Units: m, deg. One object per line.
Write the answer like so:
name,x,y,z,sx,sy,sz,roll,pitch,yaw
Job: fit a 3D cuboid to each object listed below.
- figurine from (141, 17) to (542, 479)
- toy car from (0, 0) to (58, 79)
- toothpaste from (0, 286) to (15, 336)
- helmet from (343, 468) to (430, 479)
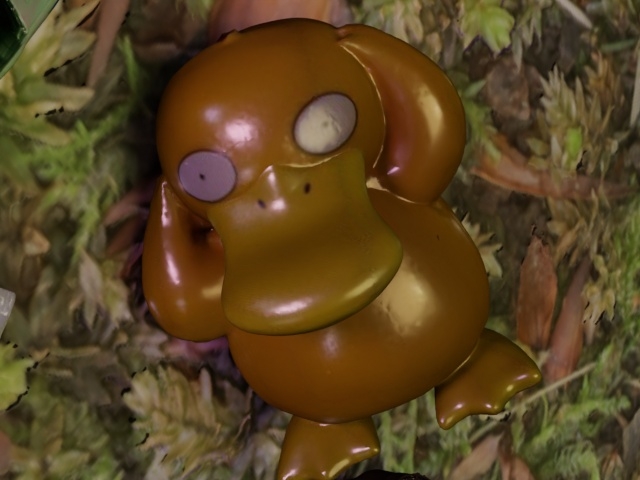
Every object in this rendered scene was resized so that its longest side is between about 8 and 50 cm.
figurine,0.002,0.002,0.912,0.215,0.215,0.228,-60,146,-21
toy car,-0.190,-0.088,0.758,0.224,0.076,0.090,-56,128,-24
toothpaste,-0.222,0.162,0.782,0.058,0.056,0.314,84,21,-77
helmet,0.031,0.199,1.022,0.098,0.070,0.123,-18,114,-53
